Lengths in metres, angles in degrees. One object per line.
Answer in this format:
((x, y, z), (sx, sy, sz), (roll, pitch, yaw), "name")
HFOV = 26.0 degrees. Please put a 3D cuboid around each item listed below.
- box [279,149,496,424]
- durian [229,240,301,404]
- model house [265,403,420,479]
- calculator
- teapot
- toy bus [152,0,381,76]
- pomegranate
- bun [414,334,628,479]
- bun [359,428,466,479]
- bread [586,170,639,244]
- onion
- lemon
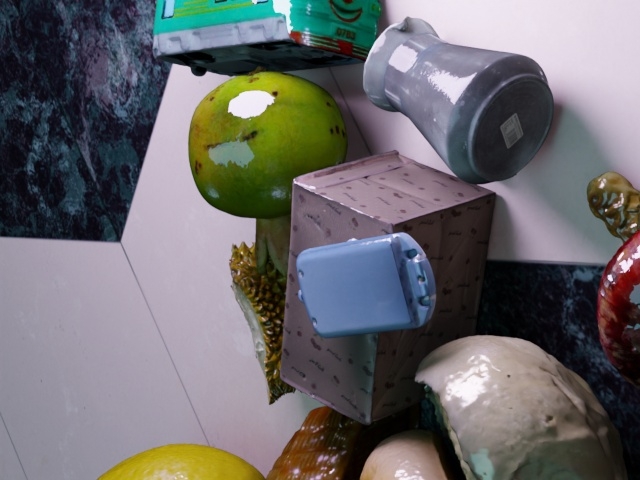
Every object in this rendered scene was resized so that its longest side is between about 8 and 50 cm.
((0.087, 0.058, 1.881), (0.190, 0.225, 0.297), (23, 118, 39), "box")
((-0.055, 0.105, 2.115), (0.138, 0.183, 0.250), (-21, 98, 25), "durian")
((0.018, 0.326, 2.039), (0.199, 0.229, 0.220), (4, 103, 41), "model house")
((0.051, 0.058, 1.725), (0.210, 0.039, 0.121), (-11, 95, 40), "calculator")
((0.176, -0.174, 1.780), (0.225, 0.171, 0.203), (38, 157, 42), "teapot")
((-0.073, -0.339, 1.966), (0.343, 0.183, 0.200), (3, 85, 46), "toy bus")
((-0.070, -0.091, 1.947), (0.236, 0.236, 0.302), (12, 113, 45), "pomegranate")
((0.272, 0.274, 1.730), (0.364, 0.202, 0.364), (156, 90, -90), "bun")
((0.138, 0.401, 1.840), (0.164, 0.299, 0.299), (-26, 80, 6), "bun")
((0.367, -0.036, 1.675), (0.110, 0.060, 0.066), (53, 163, 24), "bread")
((0.429, 0.075, 1.541), (0.246, 0.190, 0.246), (9, 119, 17), "onion")
((-0.199, 0.495, 2.251), (0.364, 0.364, 0.364), (17, 113, 44), "lemon")
